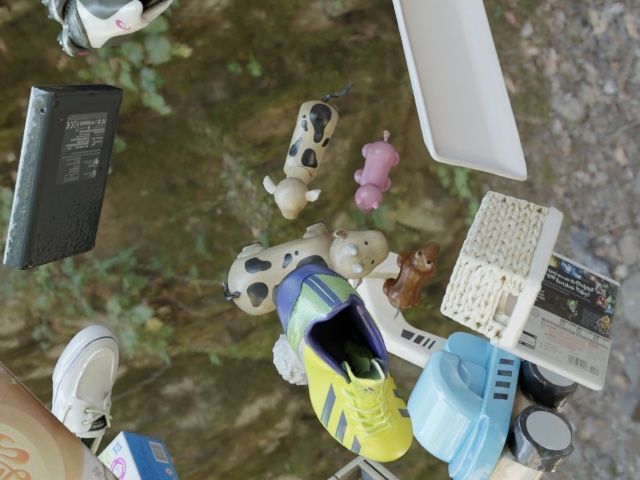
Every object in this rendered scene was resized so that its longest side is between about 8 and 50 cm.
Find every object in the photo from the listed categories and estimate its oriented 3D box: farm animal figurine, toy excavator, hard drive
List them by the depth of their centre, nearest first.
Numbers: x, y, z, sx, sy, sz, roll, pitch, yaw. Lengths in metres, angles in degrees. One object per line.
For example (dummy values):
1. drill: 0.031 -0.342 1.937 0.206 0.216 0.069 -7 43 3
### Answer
1. hard drive: -0.193 -0.050 0.779 0.094 0.022 0.135 -23 -51 -66
2. farm animal figurine: 0.000 0.000 1.421 0.330 0.327 0.172 53 -174 -6
3. toy excavator: 0.232 0.235 1.897 0.433 0.445 0.222 -68 0 -47

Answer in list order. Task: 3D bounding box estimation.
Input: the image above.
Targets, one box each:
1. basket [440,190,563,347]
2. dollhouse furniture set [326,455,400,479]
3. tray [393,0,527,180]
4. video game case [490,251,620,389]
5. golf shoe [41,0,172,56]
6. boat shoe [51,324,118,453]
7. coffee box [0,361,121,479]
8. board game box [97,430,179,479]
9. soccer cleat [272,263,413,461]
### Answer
1. basket: 0.224 0.030 1.271 0.167 0.103 0.113 -56 -16 -49
2. dollhouse furniture set: 0.078 0.411 1.391 0.129 0.129 0.183 30 148 54
3. tray: 0.129 -0.188 1.056 0.030 0.145 0.270 -30 62 42
4. video game case: 0.346 0.105 1.505 0.022 0.190 0.173 -35 34 61
5. golf shoe: -0.210 -0.307 1.213 0.272 0.120 0.105 -68 -32 -43
6. boat shoe: -0.286 0.212 1.267 0.076 0.083 0.226 41 122 35
7. coffee box: -0.219 0.211 0.754 0.246 0.141 0.098 50 155 -14
8. board game box: -0.301 0.491 1.480 0.086 0.302 0.308 27 -158 -45
9. soccer cleat: 0.038 0.150 1.095 0.121 0.093 0.289 33 154 53
